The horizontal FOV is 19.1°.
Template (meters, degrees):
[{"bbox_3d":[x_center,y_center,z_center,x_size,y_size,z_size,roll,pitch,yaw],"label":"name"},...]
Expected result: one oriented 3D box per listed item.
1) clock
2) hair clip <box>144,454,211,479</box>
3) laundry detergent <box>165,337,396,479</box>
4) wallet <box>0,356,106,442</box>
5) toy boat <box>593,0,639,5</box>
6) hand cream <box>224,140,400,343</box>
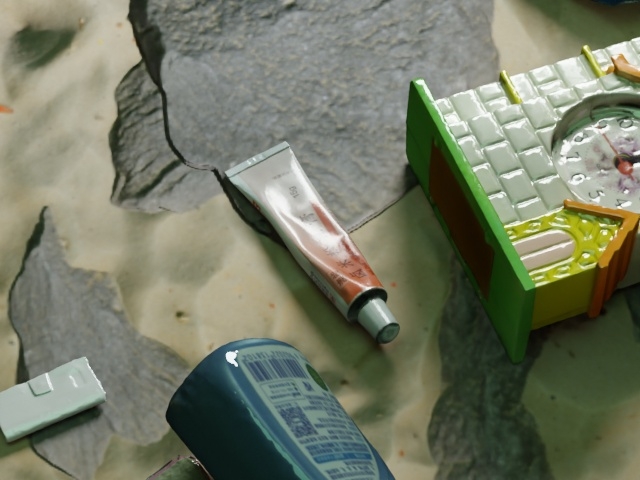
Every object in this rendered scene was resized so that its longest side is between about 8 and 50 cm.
[{"bbox_3d":[0.225,-0.055,1.508,0.255,0.106,0.220,-19,58,-12],"label":"clock"},{"bbox_3d":[-0.142,0.206,1.387,0.137,0.022,0.054,-29,59,-17],"label":"hair clip"},{"bbox_3d":[0.015,0.200,1.327,0.094,0.143,0.290,-45,63,14],"label":"laundry detergent"},{"bbox_3d":[-0.208,0.122,1.452,0.083,0.011,0.044,-23,58,-14],"label":"wallet"},{"bbox_3d":[0.308,-0.305,1.701,0.291,0.070,0.210,-18,60,-14],"label":"toy boat"},{"bbox_3d":[0.001,0.001,1.522,0.052,0.038,0.216,-8,47,-38],"label":"hand cream"}]
